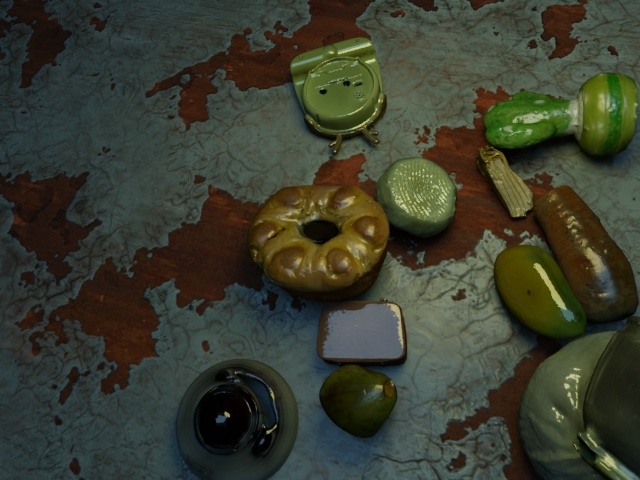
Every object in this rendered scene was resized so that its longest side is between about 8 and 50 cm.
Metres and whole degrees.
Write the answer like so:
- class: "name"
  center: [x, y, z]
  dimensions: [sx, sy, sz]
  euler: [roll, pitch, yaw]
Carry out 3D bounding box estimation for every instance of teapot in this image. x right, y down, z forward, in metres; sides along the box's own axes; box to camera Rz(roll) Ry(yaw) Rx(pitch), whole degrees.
- class: "teapot"
  center: [0.522, 0.285, 0.799]
  dimensions: [0.239, 0.321, 0.239]
  euler: [-53, 29, 5]

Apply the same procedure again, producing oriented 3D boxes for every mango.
- class: "mango"
  center: [0.447, 0.111, 1.126]
  dimensions: [0.137, 0.091, 0.237]
  euler: [-44, 46, 34]

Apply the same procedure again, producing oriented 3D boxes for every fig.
- class: "fig"
  center: [0.088, 0.323, 1.095]
  dimensions: [0.144, 0.165, 0.154]
  euler: [-30, 94, -39]

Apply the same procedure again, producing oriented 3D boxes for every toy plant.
- class: "toy plant"
  center: [0.542, -0.289, 1.255]
  dimensions: [0.316, 0.184, 0.224]
  euler: [1, 40, 18]

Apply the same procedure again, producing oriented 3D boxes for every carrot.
- class: "carrot"
  center: [0.556, 0.028, 1.139]
  dimensions: [0.138, 0.139, 0.302]
  euler: [-21, 66, 2]

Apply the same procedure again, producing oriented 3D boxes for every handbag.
- class: "handbag"
  center: [0.091, 0.200, 1.190]
  dimensions: [0.193, 0.072, 0.151]
  euler: [-4, 68, 11]

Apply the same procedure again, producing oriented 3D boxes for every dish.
- class: "dish"
  center: [-0.192, 0.377, 1.138]
  dimensions: [0.273, 0.134, 0.273]
  euler: [-3, 68, 8]

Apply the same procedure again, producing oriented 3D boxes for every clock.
- class: "clock"
  center: [0.058, -0.373, 1.415]
  dimensions: [0.235, 0.096, 0.308]
  euler: [-15, 67, 4]

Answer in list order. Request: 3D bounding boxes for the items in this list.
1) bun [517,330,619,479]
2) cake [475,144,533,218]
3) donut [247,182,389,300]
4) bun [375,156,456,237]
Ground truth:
- class: "bun"
  center: [0.544, 0.343, 0.969]
  dimensions: [0.362, 0.211, 0.362]
  euler: [-4, 70, 11]
- class: "cake"
  center: [0.429, -0.148, 1.247]
  dimensions: [0.079, 0.116, 0.185]
  euler: [-24, 62, 6]
- class: "donut"
  center: [0.000, 0.000, 1.221]
  dimensions: [0.299, 0.150, 0.317]
  euler: [-40, 55, -11]
- class: "bun"
  center: [0.220, -0.093, 1.254]
  dimensions: [0.195, 0.118, 0.195]
  euler: [6, 60, -11]
